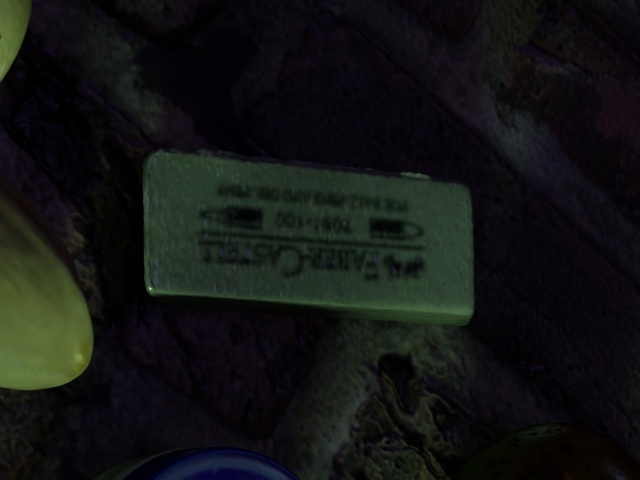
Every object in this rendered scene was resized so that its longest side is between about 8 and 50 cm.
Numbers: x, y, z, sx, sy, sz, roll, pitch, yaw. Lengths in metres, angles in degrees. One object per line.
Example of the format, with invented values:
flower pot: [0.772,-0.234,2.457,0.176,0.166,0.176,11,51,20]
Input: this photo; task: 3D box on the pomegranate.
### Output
pomegranate: [0.201,0.258,1.394,0.246,0.198,0.198,47,59,-20]

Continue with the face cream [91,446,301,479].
face cream: [-0.092,0.248,1.236,0.206,0.111,0.206,7,78,-36]

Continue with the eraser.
eraser: [0.000,0.000,1.367,0.352,0.077,0.111,5,78,-35]

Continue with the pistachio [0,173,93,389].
pistachio: [-0.244,0.019,1.159,0.215,0.144,0.144,43,60,-29]

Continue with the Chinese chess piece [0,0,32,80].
Chinese chess piece: [-0.303,-0.155,1.075,0.104,0.257,0.257,68,41,-57]
